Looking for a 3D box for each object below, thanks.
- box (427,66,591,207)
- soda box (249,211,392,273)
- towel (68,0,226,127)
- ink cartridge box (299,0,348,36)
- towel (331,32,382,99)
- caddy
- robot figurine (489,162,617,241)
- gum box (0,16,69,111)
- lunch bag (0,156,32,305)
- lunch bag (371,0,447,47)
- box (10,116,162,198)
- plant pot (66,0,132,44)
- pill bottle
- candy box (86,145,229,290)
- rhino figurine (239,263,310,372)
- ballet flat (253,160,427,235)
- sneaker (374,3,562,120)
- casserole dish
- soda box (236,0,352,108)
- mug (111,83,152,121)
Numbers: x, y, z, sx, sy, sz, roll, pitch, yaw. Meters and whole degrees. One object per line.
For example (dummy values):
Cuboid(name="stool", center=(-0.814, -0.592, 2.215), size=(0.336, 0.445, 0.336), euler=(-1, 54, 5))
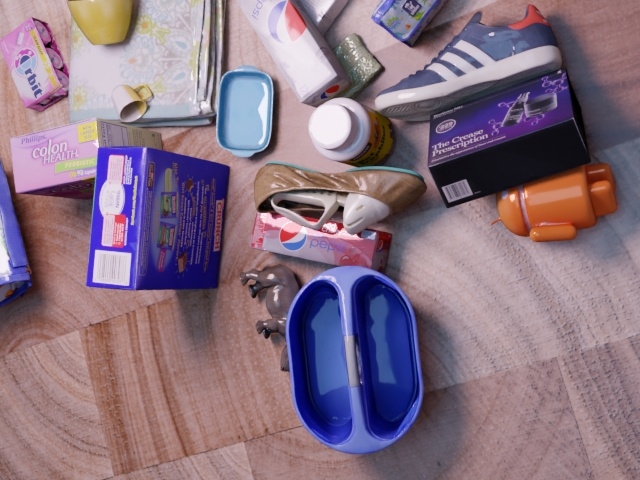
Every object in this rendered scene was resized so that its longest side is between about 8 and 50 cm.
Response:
Cuboid(name="box", center=(0.328, -0.182, 1.688), size=(0.261, 0.184, 0.103), euler=(-18, 121, 21))
Cuboid(name="soda box", center=(0.000, 0.000, 1.873), size=(0.263, 0.092, 0.084), euler=(12, 91, 22))
Cuboid(name="towel", center=(-0.375, -0.405, 2.046), size=(0.374, 0.090, 0.321), euler=(1, 86, 22))
Cuboid(name="ink cartridge box", center=(-0.014, -0.479, 1.909), size=(0.104, 0.060, 0.180), euler=(42, 104, 17))
Cuboid(name="towel", center=(0.042, -0.330, 1.901), size=(0.148, 0.027, 0.110), euler=(-40, 75, 16))
Cuboid(name="caddy", center=(0.065, 0.218, 1.768), size=(0.241, 0.179, 0.341), euler=(-7, 86, 7))
Cuboid(name="robot figurine", center=(0.407, -0.074, 1.689), size=(0.219, 0.128, 0.158), euler=(-10, 85, 22))
Cuboid(name="gum box", center=(-0.642, -0.394, 2.164), size=(0.107, 0.062, 0.188), euler=(-29, 78, 19))
Cuboid(name="lunch bag", center=(-0.817, 0.005, 2.137), size=(0.385, 0.239, 0.328), euler=(-24, 78, 27))
Cuboid(name="lunch bag", center=(0.163, -0.444, 1.788), size=(0.096, 0.151, 0.129), euler=(43, 103, 18))
Cuboid(name="box", center=(-0.479, -0.164, 1.995), size=(0.213, 0.243, 0.117), euler=(-9, 85, 21))
Cuboid(name="plant pot", center=(-0.448, -0.457, 1.974), size=(0.134, 0.134, 0.095), euler=(1, 112, 22))
Cuboid(name="pill bottle", center=(0.056, -0.201, 1.790), size=(0.117, 0.215, 0.117), euler=(-1, 89, 23))
Cuboid(name="candy box", center=(-0.313, -0.036, 1.883), size=(0.122, 0.317, 0.268), euler=(5, 89, 24))
Cuboid(name="rhino figurine", center=(-0.073, 0.162, 1.910), size=(0.106, 0.073, 0.243), euler=(-20, 84, 10))
Cuboid(name="ballet flat", center=(0.026, -0.075, 1.794), size=(0.342, 0.116, 0.124), euler=(7, 62, 19))
Cuboid(name="sneaker", center=(0.261, -0.332, 1.768), size=(0.350, 0.131, 0.148), euler=(-15, 76, 16))
Cuboid(name="casserole dish", center=(-0.153, -0.263, 1.962), size=(0.114, 0.037, 0.189), euler=(3, 89, 5))
Cuboid(name="soda box", center=(-0.059, -0.398, 1.842), size=(0.091, 0.098, 0.286), euler=(-35, 78, 17))
Cuboid(name="mug", center=(-0.395, -0.290, 1.976), size=(0.064, 0.078, 0.062), euler=(54, 139, 25))
